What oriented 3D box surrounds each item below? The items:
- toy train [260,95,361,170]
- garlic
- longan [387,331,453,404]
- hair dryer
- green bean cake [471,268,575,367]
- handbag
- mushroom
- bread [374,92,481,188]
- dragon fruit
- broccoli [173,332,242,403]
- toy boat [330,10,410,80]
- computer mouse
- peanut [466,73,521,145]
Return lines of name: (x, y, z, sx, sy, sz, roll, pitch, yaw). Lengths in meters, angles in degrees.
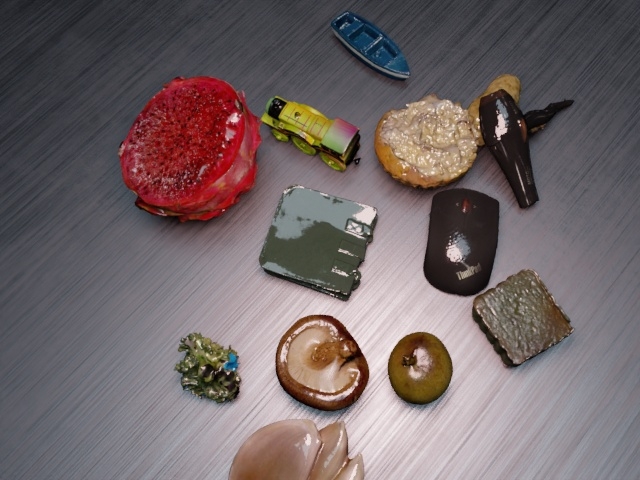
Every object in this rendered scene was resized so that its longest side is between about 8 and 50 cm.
toy train: (-0.026, -0.293, 1.498, 0.296, 0.160, 0.100, 29, 80, 15)
garlic: (-0.058, 0.517, 1.188, 0.279, 0.132, 0.325, 21, 74, 11)
longan: (0.216, 0.278, 1.243, 0.145, 0.176, 0.155, -23, 53, 11)
hair dryer: (0.574, -0.279, 1.468, 0.359, 0.120, 0.304, -29, 97, -28)
green bean cake: (0.460, 0.181, 1.302, 0.173, 0.094, 0.181, -30, 70, -7)
handbag: (-0.001, 0.000, 1.420, 0.260, 0.079, 0.247, 17, 71, 10)
mushroom: (0.004, 0.285, 1.285, 0.194, 0.138, 0.231, -29, 57, 7)
bread: (0.271, -0.241, 1.459, 0.274, 0.149, 0.274, -2, 62, 3)
dragon fruit: (-0.306, -0.218, 1.448, 0.371, 0.249, 0.386, -18, 63, 14)
broccoli: (-0.254, 0.292, 1.280, 0.154, 0.160, 0.167, -2, 86, -15)
toy boat: (0.153, -0.556, 1.639, 0.096, 0.062, 0.299, -40, 70, -12)
computer mouse: (0.347, -0.005, 1.384, 0.170, 0.100, 0.269, 9, 69, 6)
peanut: (0.461, -0.354, 1.517, 0.103, 0.098, 0.229, 33, 76, 38)
